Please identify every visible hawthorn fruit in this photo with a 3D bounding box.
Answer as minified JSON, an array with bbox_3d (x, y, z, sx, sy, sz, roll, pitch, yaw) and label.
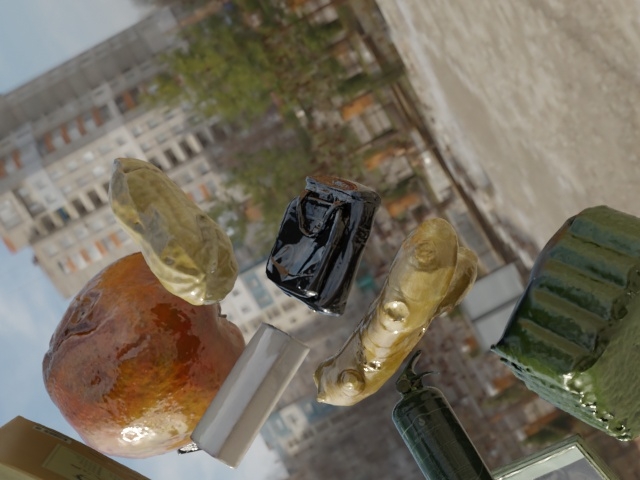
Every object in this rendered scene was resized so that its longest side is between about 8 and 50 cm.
[{"bbox_3d":[-0.397,0.258,2.451,0.471,0.472,0.472,62,-179,-2],"label":"hawthorn fruit"}]

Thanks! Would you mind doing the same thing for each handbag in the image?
[{"bbox_3d":[0.000,0.000,2.015,0.088,0.244,0.275,20,-178,-22],"label":"handbag"}]

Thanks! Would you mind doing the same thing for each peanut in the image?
[{"bbox_3d":[-0.293,-0.017,2.136,0.340,0.158,0.174,47,-159,19],"label":"peanut"}]

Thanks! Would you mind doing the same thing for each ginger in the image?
[{"bbox_3d":[0.110,0.132,1.686,0.122,0.348,0.363,39,-178,7],"label":"ginger"}]

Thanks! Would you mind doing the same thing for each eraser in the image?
[{"bbox_3d":[-0.137,0.295,2.116,0.095,0.270,0.174,36,170,-19],"label":"eraser"}]

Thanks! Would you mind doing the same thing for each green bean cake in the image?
[{"bbox_3d":[0.474,0.132,1.823,0.218,0.319,0.335,28,169,43],"label":"green bean cake"}]

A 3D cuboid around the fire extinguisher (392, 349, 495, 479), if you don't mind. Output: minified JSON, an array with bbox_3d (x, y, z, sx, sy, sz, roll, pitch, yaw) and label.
[{"bbox_3d":[0.200,0.329,1.768,0.311,0.114,0.095,58,-170,27],"label":"fire extinguisher"}]

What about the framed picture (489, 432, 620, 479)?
[{"bbox_3d":[0.420,0.481,1.979,0.231,0.293,0.018,48,-141,-7],"label":"framed picture"}]

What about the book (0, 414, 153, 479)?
[{"bbox_3d":[-0.290,0.302,1.368,0.269,0.032,0.389,28,174,-4],"label":"book"}]

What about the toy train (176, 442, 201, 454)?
[{"bbox_3d":[-0.259,0.464,2.625,0.081,0.202,0.060,-94,-8,-57],"label":"toy train"}]
